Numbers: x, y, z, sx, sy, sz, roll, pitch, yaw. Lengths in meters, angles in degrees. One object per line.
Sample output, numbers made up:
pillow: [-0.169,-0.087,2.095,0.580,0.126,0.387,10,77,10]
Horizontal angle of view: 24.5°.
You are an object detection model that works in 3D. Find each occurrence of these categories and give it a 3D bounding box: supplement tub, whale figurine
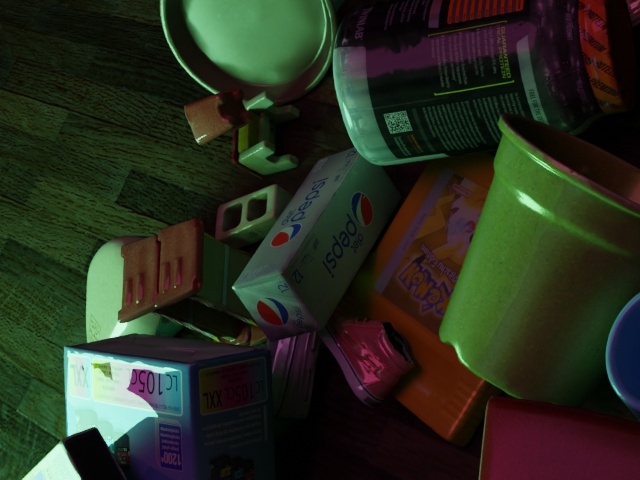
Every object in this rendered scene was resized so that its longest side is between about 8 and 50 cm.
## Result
supplement tub: [0.203,-0.212,1.802,0.338,0.207,0.207,-7,63,24]
whale figurine: [-0.271,0.124,2.193,0.216,0.141,0.272,43,125,47]

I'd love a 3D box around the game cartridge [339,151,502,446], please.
game cartridge: [0.168,0.052,1.842,0.285,0.052,0.324,36,94,48]

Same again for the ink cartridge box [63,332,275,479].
ink cartridge box: [-0.192,0.331,1.903,0.270,0.151,0.395,2,98,45]

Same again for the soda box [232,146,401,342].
soda box: [0.000,0.000,1.905,0.091,0.098,0.286,-16,28,37]

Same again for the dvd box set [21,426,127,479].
dvd box set: [-0.327,0.462,1.906,0.420,0.062,0.308,-44,73,44]

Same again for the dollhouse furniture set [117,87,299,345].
dollhouse furniture set: [-0.154,-0.044,2.092,0.152,0.201,0.374,-20,57,36]

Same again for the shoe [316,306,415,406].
shoe: [0.053,0.120,1.849,0.081,0.063,0.178,-44,48,15]

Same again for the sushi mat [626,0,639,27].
sushi mat: [0.266,-0.274,1.899,0.316,0.019,0.151,-32,80,28]

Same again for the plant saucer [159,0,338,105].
plant saucer: [-0.103,-0.329,2.177,0.278,0.278,0.041,-27,20,32]

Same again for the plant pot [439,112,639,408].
plant pot: [0.263,0.036,1.612,0.276,0.276,0.254,43,113,47]

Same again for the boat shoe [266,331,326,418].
boat shoe: [-0.027,0.129,1.976,0.083,0.075,0.226,174,111,-72]

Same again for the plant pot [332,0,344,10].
plant pot: [-0.099,-0.462,2.265,0.293,0.196,0.293,-21,56,35]

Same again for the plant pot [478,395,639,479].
plant pot: [0.310,0.313,1.433,0.235,0.267,0.267,-4,66,31]

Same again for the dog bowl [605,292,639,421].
dog bowl: [0.400,0.122,1.402,0.297,0.074,0.166,11,78,48]
